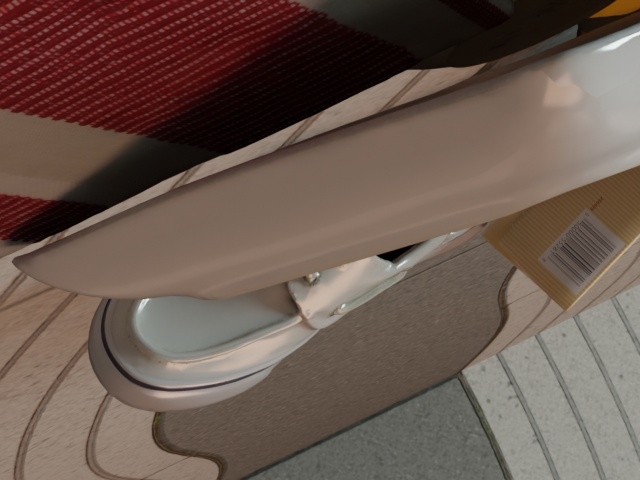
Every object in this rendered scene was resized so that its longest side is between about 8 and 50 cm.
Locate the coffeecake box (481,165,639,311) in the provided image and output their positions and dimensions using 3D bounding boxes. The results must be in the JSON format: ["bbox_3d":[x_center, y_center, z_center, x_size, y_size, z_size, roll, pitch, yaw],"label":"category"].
[{"bbox_3d":[0.177,-0.043,1.075,0.142,0.068,0.185,-49,175,14],"label":"coffeecake box"}]

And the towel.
[{"bbox_3d":[-0.119,-0.032,0.562,0.329,0.037,0.237,-23,171,18],"label":"towel"}]

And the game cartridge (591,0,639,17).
[{"bbox_3d":[0.175,-0.179,0.679,0.323,0.053,0.285,-32,169,37],"label":"game cartridge"}]

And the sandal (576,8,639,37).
[{"bbox_3d":[0.235,-0.142,0.929,0.219,0.060,0.090,-9,-175,24],"label":"sandal"}]

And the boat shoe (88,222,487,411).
[{"bbox_3d":[0.000,0.000,0.962,0.267,0.096,0.088,-24,165,-25],"label":"boat shoe"}]

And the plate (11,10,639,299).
[{"bbox_3d":[0.071,-0.043,0.651,0.277,0.045,0.278,-23,-176,-42],"label":"plate"}]

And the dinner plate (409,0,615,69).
[{"bbox_3d":[0.086,-0.095,0.697,0.141,0.017,0.141,-24,171,-4],"label":"dinner plate"}]
